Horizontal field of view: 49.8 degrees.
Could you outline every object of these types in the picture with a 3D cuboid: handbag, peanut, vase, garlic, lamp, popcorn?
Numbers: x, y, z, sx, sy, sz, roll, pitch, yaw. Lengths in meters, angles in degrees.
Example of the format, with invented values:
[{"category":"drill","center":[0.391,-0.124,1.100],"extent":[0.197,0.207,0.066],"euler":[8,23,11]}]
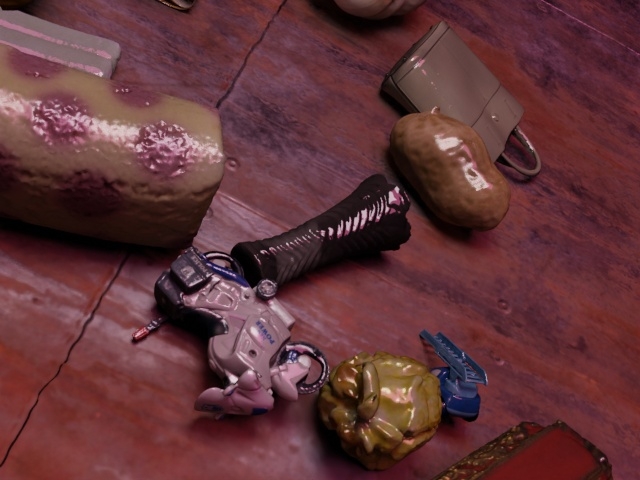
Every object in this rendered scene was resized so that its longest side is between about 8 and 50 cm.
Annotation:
[{"category":"handbag","center":[0.262,-0.222,1.219],"extent":[0.315,0.109,0.241],"euler":[46,49,-9]},{"category":"peanut","center":[0.202,-0.111,1.059],"extent":[0.129,0.129,0.224],"euler":[-29,76,-38]},{"category":"vase","center":[0.000,0.000,0.896],"extent":[0.237,0.115,0.115],"euler":[-24,70,-32]},{"category":"garlic","center":[0.108,-0.498,1.265],"extent":[0.281,0.184,0.203],"euler":[-40,53,-21]},{"category":"lamp","center":[0.200,0.304,0.729],"extent":[0.274,0.177,0.177],"euler":[-20,68,-37]},{"category":"popcorn","center":[0.068,0.182,0.778],"extent":[0.136,0.162,0.141],"euler":[-31,31,-8]}]

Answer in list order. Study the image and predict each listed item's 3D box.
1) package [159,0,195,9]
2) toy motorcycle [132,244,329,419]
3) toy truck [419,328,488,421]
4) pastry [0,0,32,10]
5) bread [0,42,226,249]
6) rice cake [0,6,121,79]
[{"category":"package","center":[-0.254,-0.556,1.116],"extent":[0.221,0.165,0.311],"euler":[22,51,-12]},{"category":"toy motorcycle","center":[-0.105,0.106,0.763],"extent":[0.150,0.102,0.221],"euler":[-35,72,-30]},{"category":"toy truck","center":[0.159,0.172,0.883],"extent":[0.063,0.074,0.136],"euler":[12,12,-22]},{"category":"pastry","center":[-0.445,-0.429,0.882],"extent":[0.240,0.235,0.132],"euler":[30,42,-33]},{"category":"bread","center":[-0.288,-0.098,0.759],"extent":[0.338,0.187,0.155],"euler":[13,49,-21]},{"category":"rice cake","center":[-0.392,-0.252,0.906],"extent":[0.237,0.043,0.127],"euler":[17,52,-17]}]
